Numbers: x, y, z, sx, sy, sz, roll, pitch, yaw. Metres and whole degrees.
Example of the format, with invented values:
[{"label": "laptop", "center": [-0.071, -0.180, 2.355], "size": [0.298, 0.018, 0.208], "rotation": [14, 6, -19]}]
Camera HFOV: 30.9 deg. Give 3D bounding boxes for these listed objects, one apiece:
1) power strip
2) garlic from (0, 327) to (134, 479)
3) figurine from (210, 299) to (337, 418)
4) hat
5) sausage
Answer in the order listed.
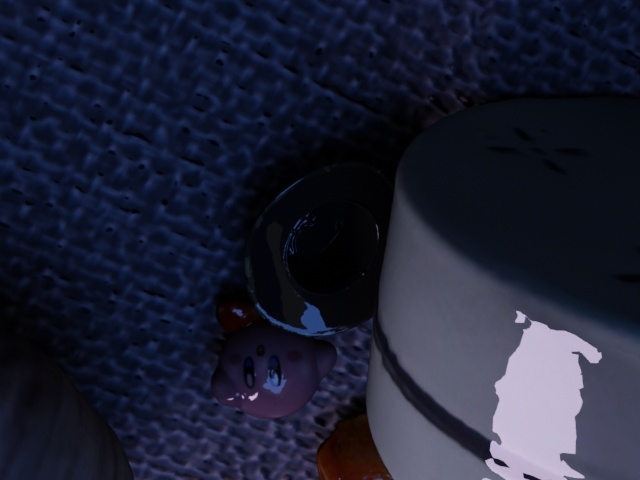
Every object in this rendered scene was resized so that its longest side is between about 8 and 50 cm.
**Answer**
[{"label": "power strip", "center": [0.198, 0.055, 0.635], "size": [0.357, 0.357, 0.161], "rotation": [-1, 118, -15]}, {"label": "garlic", "center": [-0.234, 0.161, 0.631], "size": [0.317, 0.259, 0.318], "rotation": [2, 127, 3]}, {"label": "figurine", "center": [-0.030, 0.080, 0.756], "size": [0.083, 0.071, 0.067], "rotation": [0, 160, -7]}, {"label": "hat", "center": [0.000, 0.000, 0.729], "size": [0.121, 0.050, 0.121], "rotation": [-7, 114, -16]}, {"label": "sausage", "center": [0.049, 0.257, 0.867], "size": [0.089, 0.083, 0.300], "rotation": [-4, 119, 0]}]
